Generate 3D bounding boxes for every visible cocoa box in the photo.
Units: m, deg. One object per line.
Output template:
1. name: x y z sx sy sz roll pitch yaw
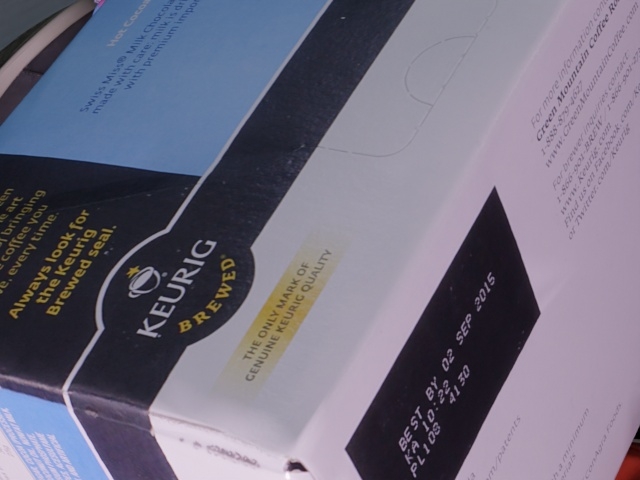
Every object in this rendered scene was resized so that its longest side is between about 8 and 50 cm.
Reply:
1. cocoa box: 0.013 0.003 0.673 0.228 0.231 0.347 10 52 33

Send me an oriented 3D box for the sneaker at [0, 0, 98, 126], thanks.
1. sneaker: -0.202 -0.073 1.093 0.083 0.118 0.222 -14 34 53

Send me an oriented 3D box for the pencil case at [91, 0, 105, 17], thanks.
1. pencil case: -0.146 -0.049 1.002 0.104 0.104 0.236 15 82 42

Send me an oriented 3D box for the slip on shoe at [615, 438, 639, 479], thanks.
1. slip on shoe: 0.074 0.141 0.757 0.331 0.101 0.123 6 75 39
